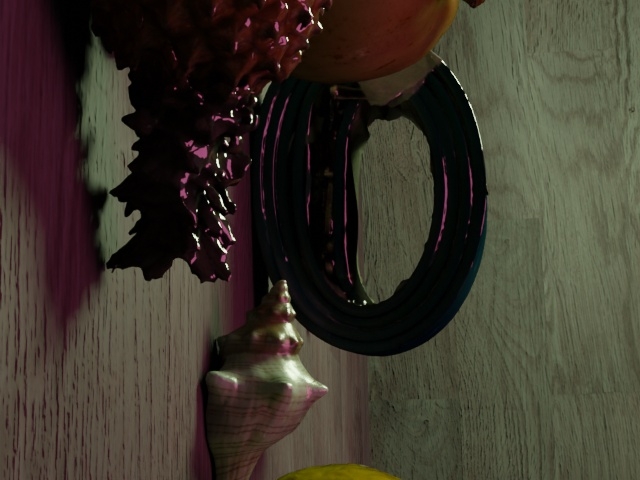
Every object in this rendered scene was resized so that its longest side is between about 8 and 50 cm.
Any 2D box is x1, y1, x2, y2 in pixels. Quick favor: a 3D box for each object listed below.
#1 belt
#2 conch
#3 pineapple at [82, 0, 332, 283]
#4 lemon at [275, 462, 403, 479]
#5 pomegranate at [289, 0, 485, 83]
[{"bbox_3d":[0.069,-0.066,1.534,0.173,0.300,0.436,38,49,-82],"label":"belt"},{"bbox_3d":[-0.059,0.152,1.187,0.137,0.114,0.233,59,31,-48],"label":"conch"},{"bbox_3d":[-0.088,-0.148,0.811,0.202,0.202,0.361,-46,146,-81],"label":"pineapple"},{"bbox_3d":[0.015,0.345,1.053,0.293,0.293,0.293,-3,90,-84],"label":"lemon"},{"bbox_3d":[0.032,-0.313,1.242,0.319,0.319,0.319,-3,90,-84],"label":"pomegranate"}]
